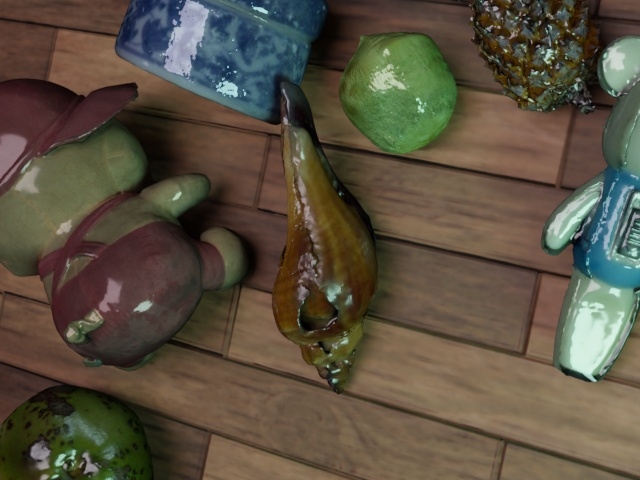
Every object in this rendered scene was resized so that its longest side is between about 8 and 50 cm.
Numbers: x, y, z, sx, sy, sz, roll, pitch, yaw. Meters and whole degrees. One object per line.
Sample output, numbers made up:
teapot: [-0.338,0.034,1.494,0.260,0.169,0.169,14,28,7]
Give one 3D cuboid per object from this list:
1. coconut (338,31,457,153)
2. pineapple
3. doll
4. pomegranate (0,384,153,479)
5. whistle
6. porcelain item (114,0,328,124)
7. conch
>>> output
coconut: [0.056,-0.115,0.902,0.088,0.088,0.096,-41,74,20]
pineapple: [0.138,-0.184,0.860,0.103,0.083,0.221,-40,68,37]
doll: [-0.192,-0.024,0.991,0.196,0.152,0.256,-39,83,-13]
pomegranate: [-0.218,0.196,1.001,0.163,0.125,0.138,-30,85,24]
whistle: [0.211,-0.018,0.818,0.114,0.077,0.236,16,101,-4]
porcelain item: [-0.074,-0.168,0.939,0.147,0.147,0.114,26,96,27]
conch: [0.005,0.002,0.918,0.080,0.086,0.233,3,88,5]
